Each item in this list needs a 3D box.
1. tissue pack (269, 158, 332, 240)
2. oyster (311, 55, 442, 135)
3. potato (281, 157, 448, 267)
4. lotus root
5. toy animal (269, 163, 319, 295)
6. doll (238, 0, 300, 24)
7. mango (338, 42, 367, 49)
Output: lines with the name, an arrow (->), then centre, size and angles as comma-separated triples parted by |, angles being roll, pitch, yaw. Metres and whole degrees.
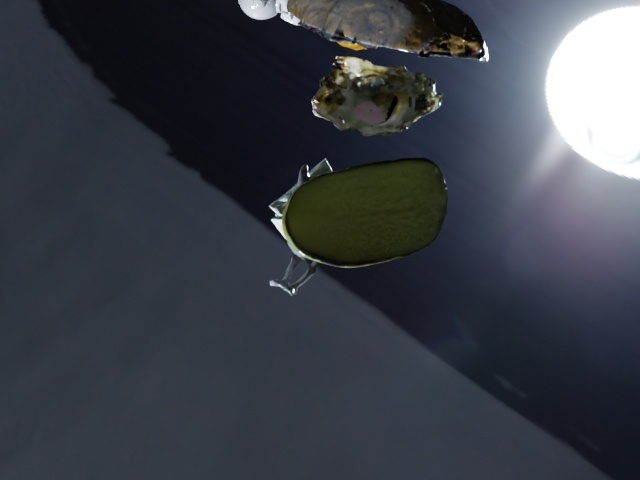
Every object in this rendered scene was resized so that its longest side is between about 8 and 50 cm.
tissue pack -> -0.019, -0.098, 2.344 | 0.209, 0.156, 0.148 | -39, -168, -15
oyster -> 0.149, -0.379, 2.376 | 0.107, 0.355, 0.201 | -123, -137, -75
potato -> 0.068, -0.039, 1.441 | 0.272, 0.160, 0.111 | -13, 179, -11
lotus root -> 0.070, -0.254, 0.957 | 0.167, 0.329, 0.078 | -4, 112, -24
toy animal -> -0.023, 0.022, 1.778 | 0.205, 0.081, 0.367 | -59, 152, -14
doll -> -0.050, -0.540, 1.987 | 0.151, 0.287, 0.150 | 7, 90, -87
mango -> 0.085, -0.530, 2.301 | 0.077, 0.127, 0.063 | -7, 111, -54
